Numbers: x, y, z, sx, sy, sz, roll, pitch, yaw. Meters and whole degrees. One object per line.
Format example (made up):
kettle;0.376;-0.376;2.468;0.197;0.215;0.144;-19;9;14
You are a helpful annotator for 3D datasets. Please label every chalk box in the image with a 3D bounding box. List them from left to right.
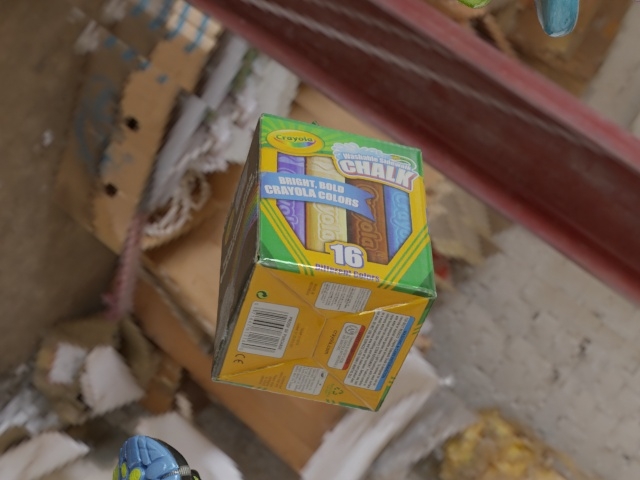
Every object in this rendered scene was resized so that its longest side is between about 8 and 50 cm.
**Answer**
chalk box;0.000;0.000;1.440;0.289;0.179;0.180;-89;-164;-47

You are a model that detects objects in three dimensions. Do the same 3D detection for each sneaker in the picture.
sneaker;-0.135;0.207;1.211;0.078;0.067;0.188;0;162;-14

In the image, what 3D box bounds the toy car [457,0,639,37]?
toy car;0.160;-0.206;0.865;0.182;0.136;0.159;-54;-177;5
